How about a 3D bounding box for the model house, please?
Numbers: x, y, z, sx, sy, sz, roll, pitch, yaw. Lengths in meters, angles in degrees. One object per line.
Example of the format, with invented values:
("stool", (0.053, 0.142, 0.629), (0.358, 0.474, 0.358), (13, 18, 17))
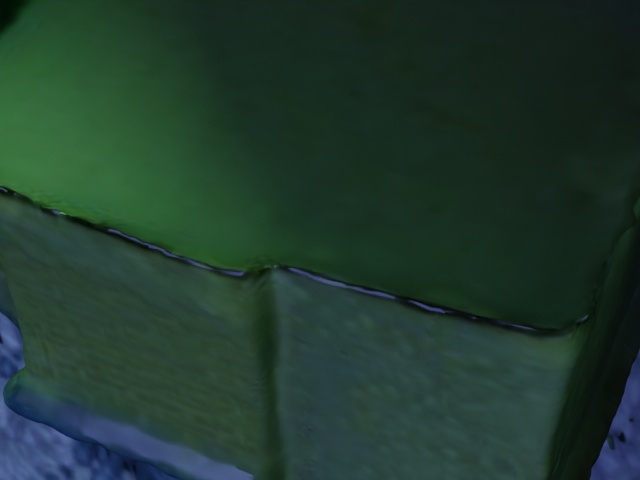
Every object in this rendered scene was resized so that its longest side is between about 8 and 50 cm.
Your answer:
("model house", (0.000, 0.000, 0.600), (0.214, 0.195, 0.189), (13, 137, 14))
